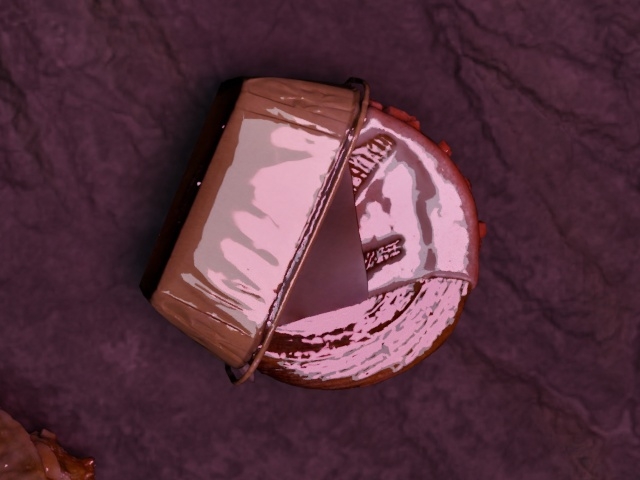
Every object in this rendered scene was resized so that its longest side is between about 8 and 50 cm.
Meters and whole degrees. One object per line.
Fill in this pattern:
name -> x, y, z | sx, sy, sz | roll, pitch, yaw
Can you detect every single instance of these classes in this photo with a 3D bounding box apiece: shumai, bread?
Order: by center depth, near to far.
bread -> 0.000, 0.000, 1.270 | 0.212, 0.142, 0.224 | 23, 93, -8
shumai -> -0.216, 0.183, 1.285 | 0.116, 0.145, 0.146 | 20, 96, -54
